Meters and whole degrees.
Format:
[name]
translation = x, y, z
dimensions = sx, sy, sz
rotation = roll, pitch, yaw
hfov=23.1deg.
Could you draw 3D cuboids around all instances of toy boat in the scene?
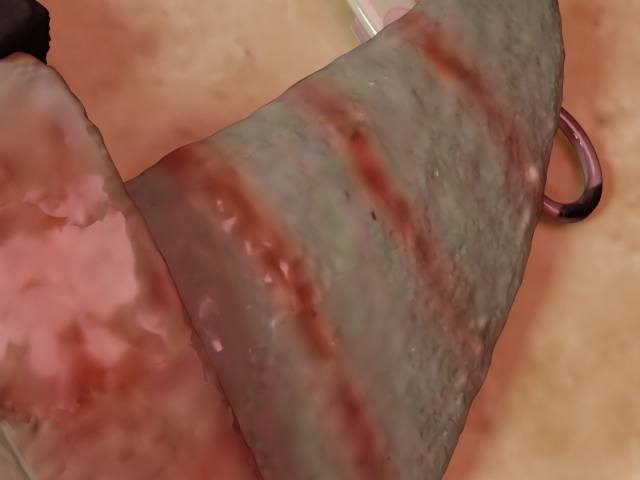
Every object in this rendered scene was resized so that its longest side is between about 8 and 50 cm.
[toy boat]
translation = 0.000, 0.000, 0.514
dimensions = 0.282, 0.096, 0.206
rotation = -37, 97, -32

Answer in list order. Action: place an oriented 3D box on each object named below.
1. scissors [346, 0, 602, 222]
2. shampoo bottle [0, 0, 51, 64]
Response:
[scissors]
translation = 0.032, -0.070, 0.582
dimensions = 0.085, 0.022, 0.176
rotation = -31, 82, -22
[shampoo bottle]
translation = -0.239, -0.126, 0.508
dimensions = 0.309, 0.071, 0.098
rotation = 37, 67, 4
